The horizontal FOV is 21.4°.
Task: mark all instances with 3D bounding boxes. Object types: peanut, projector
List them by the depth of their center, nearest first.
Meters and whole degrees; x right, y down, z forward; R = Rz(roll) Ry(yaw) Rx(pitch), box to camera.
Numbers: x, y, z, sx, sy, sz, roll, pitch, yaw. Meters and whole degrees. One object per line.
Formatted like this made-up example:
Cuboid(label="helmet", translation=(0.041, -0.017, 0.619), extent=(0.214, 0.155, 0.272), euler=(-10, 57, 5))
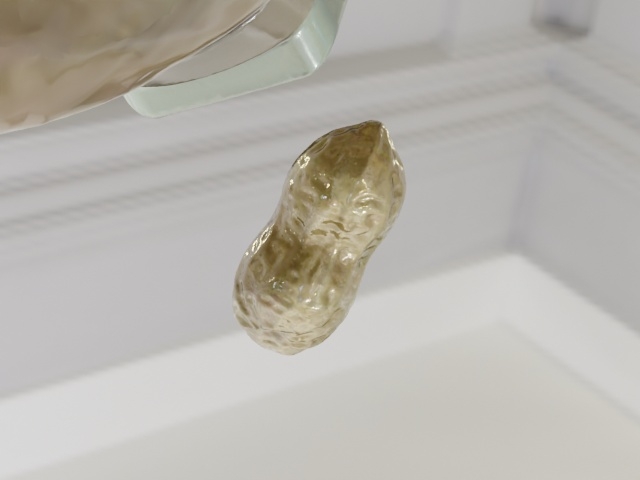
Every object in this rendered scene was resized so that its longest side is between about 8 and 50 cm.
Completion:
Cuboid(label="peanut", translation=(0.000, 0.000, 0.666), extent=(0.053, 0.113, 0.054), euler=(18, -146, -13))
Cuboid(label="projector", translation=(-0.073, -0.205, 1.049), extent=(0.163, 0.177, 0.243), euler=(-13, -143, 25))

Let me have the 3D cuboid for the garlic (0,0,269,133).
Cuboid(label="garlic", translation=(-0.082, -0.126, 0.401), extent=(0.151, 0.196, 0.338), euler=(29, -115, 24))
